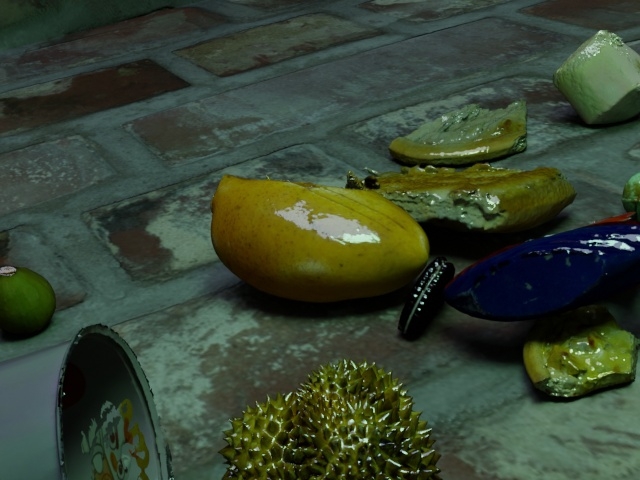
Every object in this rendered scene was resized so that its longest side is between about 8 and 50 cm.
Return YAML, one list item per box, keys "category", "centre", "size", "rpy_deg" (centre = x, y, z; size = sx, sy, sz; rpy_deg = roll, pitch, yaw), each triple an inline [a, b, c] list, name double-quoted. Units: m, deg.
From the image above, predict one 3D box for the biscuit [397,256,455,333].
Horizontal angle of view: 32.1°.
- category: "biscuit"
  centre: [0.106, 0.056, 1.101]
  size: [0.027, 0.087, 0.089]
  rpy_deg: [29, -4, 14]

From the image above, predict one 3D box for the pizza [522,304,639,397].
- category: "pizza"
  centre: [0.233, 0.091, 0.993]
  size: [0.099, 0.035, 0.160]
  rpy_deg: [0, 26, 22]

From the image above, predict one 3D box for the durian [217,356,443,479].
- category: "durian"
  centre: [0.007, 0.165, 0.808]
  size: [0.158, 0.137, 0.168]
  rpy_deg: [-31, 39, -1]

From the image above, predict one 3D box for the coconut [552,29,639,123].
- category: "coconut"
  centre: [0.396, -0.218, 1.540]
  size: [0.116, 0.122, 0.116]
  rpy_deg: [-44, 3, 3]

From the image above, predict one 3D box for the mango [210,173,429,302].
- category: "mango"
  centre: [0.000, 0.000, 1.188]
  size: [0.252, 0.126, 0.154]
  rpy_deg: [11, 19, 27]

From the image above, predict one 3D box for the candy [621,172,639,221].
- category: "candy"
  centre: [0.431, -0.039, 1.210]
  size: [0.203, 0.061, 0.061]
  rpy_deg: [9, 29, 20]

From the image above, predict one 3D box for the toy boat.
- category: "toy boat"
  centre: [0.265, 0.013, 1.072]
  size: [0.318, 0.072, 0.219]
  rpy_deg: [-17, 3, -42]

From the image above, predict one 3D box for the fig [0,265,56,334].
- category: "fig"
  centre: [-0.331, 0.062, 1.223]
  size: [0.074, 0.088, 0.074]
  rpy_deg: [-5, 47, 6]

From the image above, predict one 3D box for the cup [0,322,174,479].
- category: "cup"
  centre: [-0.275, 0.186, 0.819]
  size: [0.289, 0.203, 0.203]
  rpy_deg: [-13, 23, 8]

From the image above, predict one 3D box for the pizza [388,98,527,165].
- category: "pizza"
  centre: [0.224, -0.160, 1.573]
  size: [0.181, 0.034, 0.262]
  rpy_deg: [6, 28, 35]

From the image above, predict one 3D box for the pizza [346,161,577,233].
- category: "pizza"
  centre: [0.132, -0.050, 1.297]
  size: [0.297, 0.071, 0.189]
  rpy_deg: [9, 19, 34]
